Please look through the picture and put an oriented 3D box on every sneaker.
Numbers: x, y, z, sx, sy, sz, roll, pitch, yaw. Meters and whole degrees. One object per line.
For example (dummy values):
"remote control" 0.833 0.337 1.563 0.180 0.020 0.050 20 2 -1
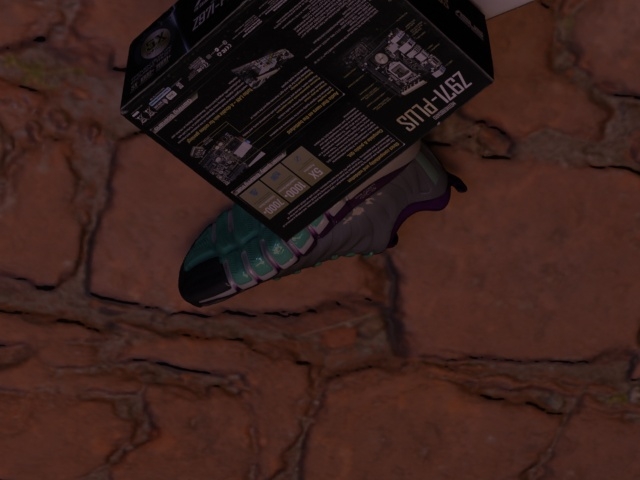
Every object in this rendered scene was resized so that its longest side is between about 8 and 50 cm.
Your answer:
"sneaker" 0.000 0.000 1.211 0.223 0.083 0.098 -33 128 22

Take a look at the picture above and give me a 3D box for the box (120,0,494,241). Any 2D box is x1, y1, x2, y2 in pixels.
"box" -0.009 -0.109 1.004 0.147 0.078 0.180 37 120 -27

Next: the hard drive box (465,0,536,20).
"hard drive box" 0.025 -0.210 1.030 0.232 0.089 0.181 -20 128 15
